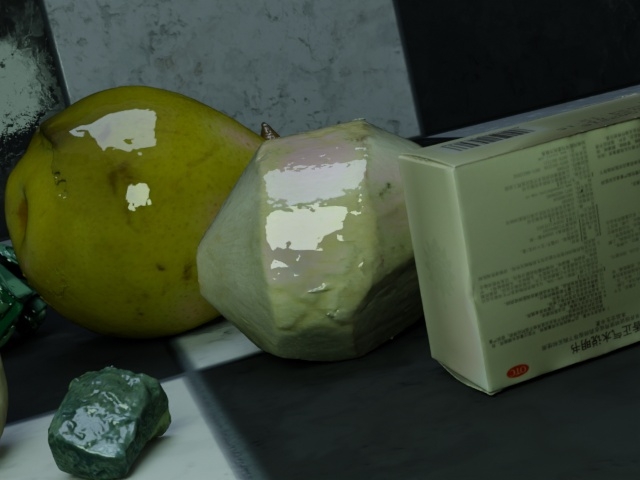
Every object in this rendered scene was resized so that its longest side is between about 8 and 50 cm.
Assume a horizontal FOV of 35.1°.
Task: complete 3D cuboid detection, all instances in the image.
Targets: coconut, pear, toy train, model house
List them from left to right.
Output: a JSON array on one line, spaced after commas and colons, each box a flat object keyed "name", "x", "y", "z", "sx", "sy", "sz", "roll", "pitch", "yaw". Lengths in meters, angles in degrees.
[{"name": "toy train", "x": -0.455, "y": 0.023, "z": 1.236, "sx": 0.115, "sy": 0.269, "sz": 0.154, "roll": -50, "pitch": 1, "yaw": 6}, {"name": "model house", "x": -0.158, "y": 0.139, "z": 0.723, "sx": 0.079, "sy": 0.066, "sz": 0.083, "roll": 0, "pitch": 30, "yaw": 14}, {"name": "pear", "x": -0.173, "y": -0.029, "z": 1.122, "sx": 0.285, "sy": 0.284, "sz": 0.336, "roll": -6, "pitch": -5, "yaw": 38}, {"name": "coconut", "x": 0.000, "y": 0.000, "z": 0.894, "sx": 0.237, "sy": 0.197, "sz": 0.237, "roll": -9, "pitch": 13, "yaw": 2}]

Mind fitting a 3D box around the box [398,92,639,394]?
[{"name": "box", "x": 0.180, "y": -0.004, "z": 0.734, "sx": 0.212, "sy": 0.168, "sz": 0.095, "roll": -15, "pitch": 13, "yaw": -17}]

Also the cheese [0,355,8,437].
[{"name": "cheese", "x": -0.346, "y": 0.139, "z": 0.765, "sx": 0.218, "sy": 0.117, "sz": 0.235, "roll": -15, "pitch": 8, "yaw": -23}]

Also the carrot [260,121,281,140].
[{"name": "carrot", "x": -0.040, "y": -0.056, "z": 1.296, "sx": 0.072, "sy": 0.205, "sz": 0.072, "roll": -17, "pitch": -4, "yaw": -1}]
